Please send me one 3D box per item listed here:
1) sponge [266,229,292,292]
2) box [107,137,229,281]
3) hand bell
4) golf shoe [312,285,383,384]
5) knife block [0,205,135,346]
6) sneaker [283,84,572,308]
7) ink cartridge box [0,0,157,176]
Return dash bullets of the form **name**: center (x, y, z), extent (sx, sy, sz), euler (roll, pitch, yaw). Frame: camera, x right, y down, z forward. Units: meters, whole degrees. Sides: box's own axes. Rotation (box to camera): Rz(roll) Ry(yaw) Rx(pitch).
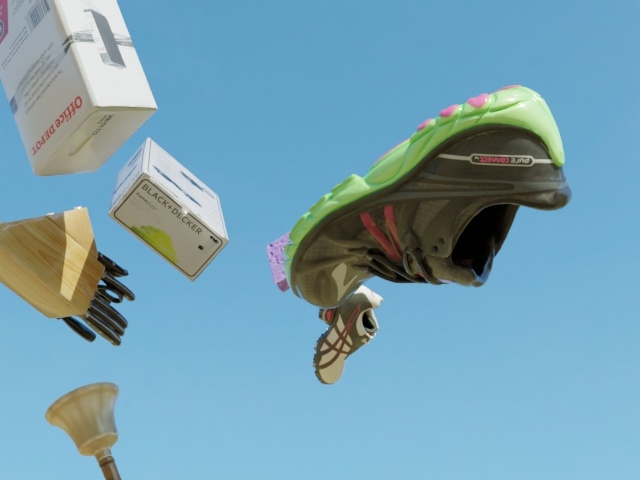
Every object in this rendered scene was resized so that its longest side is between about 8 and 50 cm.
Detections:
- **sponge**: center (0.000, 0.000, 1.686), extent (0.210, 0.117, 0.031), euler (-32, -53, 10)
- **box**: center (-0.244, -0.058, 1.472), extent (0.169, 0.290, 0.087), euler (41, -84, -19)
- **hand bell**: center (-0.336, 0.360, 1.452), extent (0.126, 0.242, 0.126), euler (-23, -27, -12)
- **golf shoe**: center (0.054, 0.208, 1.944), extent (0.120, 0.105, 0.273), euler (17, -55, 15)
- **knife block**: center (-0.423, 0.076, 1.473), extent (0.088, 0.242, 0.275), euler (-11, 4, 31)
- **sneaker**: center (0.120, -0.007, 1.204), extent (0.185, 0.202, 0.483), euler (-18, -13, -43)
- **ink cartridge box**: center (-0.375, -0.258, 1.360), extent (0.114, 0.273, 0.197), euler (-7, -21, -47)
